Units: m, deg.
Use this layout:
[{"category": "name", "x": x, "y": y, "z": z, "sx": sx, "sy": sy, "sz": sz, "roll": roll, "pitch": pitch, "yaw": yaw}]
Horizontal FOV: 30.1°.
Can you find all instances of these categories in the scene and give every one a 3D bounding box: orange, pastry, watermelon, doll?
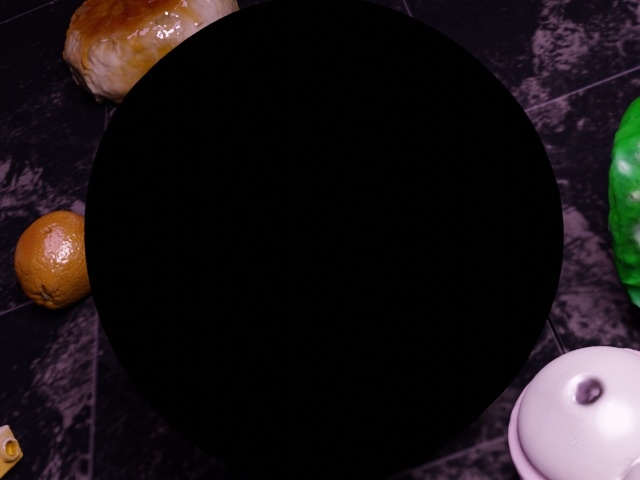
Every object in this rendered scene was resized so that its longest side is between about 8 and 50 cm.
[{"category": "orange", "x": -0.217, "y": 0.016, "z": 0.994, "sx": 0.085, "sy": 0.085, "sz": 0.085, "roll": -16, "pitch": 36, "yaw": 12}, {"category": "pastry", "x": -0.183, "y": -0.229, "z": 1.278, "sx": 0.192, "sy": 0.093, "sz": 0.182, "roll": -14, "pitch": 39, "yaw": 15}, {"category": "watermelon", "x": 0.000, "y": 0.000, "z": 0.707, "sx": 0.285, "sy": 0.285, "sz": 0.285, "roll": -16, "pitch": 36, "yaw": 12}, {"category": "doll", "x": 0.086, "y": 0.169, "z": 0.595, "sx": 0.365, "sy": 0.094, "sz": 0.160, "roll": -33, "pitch": 38, "yaw": -10}]

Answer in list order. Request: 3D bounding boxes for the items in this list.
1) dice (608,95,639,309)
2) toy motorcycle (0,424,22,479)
[{"category": "dice", "x": 0.244, "y": -0.023, "z": 0.714, "sx": 0.120, "sy": 0.131, "sz": 0.128, "roll": 0, "pitch": 43, "yaw": 31}, {"category": "toy motorcycle", "x": -0.275, "y": 0.192, "z": 0.776, "sx": 0.130, "sy": 0.094, "sz": 0.229, "roll": -17, "pitch": 14, "yaw": 31}]
